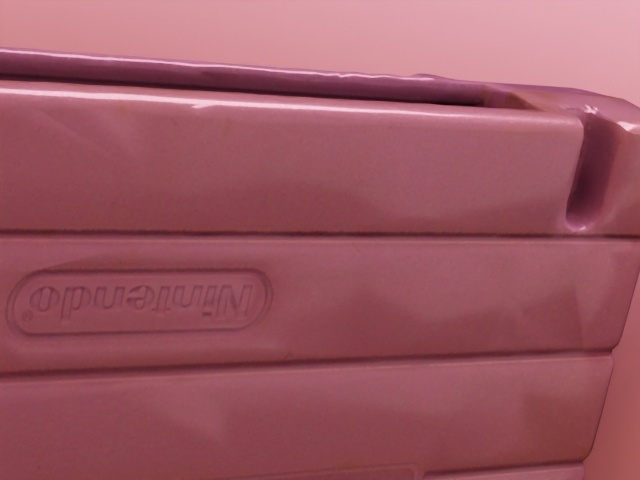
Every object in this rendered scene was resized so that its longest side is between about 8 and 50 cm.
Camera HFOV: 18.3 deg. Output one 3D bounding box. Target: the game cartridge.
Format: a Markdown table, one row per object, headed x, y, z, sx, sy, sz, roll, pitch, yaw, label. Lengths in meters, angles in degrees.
| x | y | z | sx | sy | sz | roll | pitch | yaw | label |
| --- | --- | --- | --- | --- | --- | --- | --- | --- | --- |
| -0.071 | 0.063 | 0.528 | 0.068 | 0.355 | 0.230 | 36 | -63 | 47 | game cartridge |

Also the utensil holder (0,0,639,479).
| x | y | z | sx | sy | sz | roll | pitch | yaw | label |
| --- | --- | --- | --- | --- | --- | --- | --- | --- | --- |
| 0.072 | -0.004 | 0.822 | 0.327 | 0.385 | 0.328 | -30 | 126 | -52 | utensil holder |
